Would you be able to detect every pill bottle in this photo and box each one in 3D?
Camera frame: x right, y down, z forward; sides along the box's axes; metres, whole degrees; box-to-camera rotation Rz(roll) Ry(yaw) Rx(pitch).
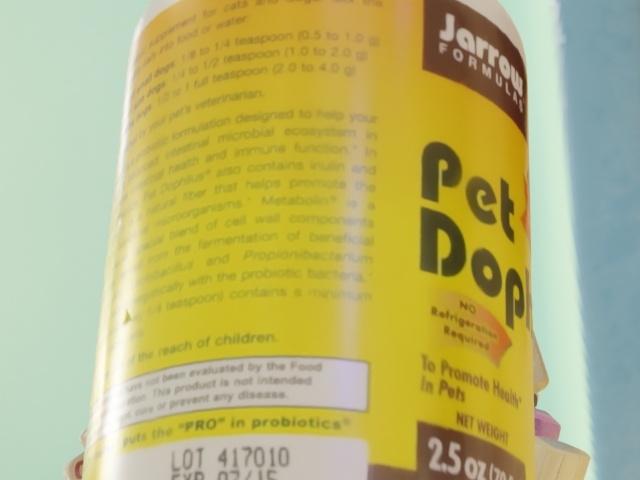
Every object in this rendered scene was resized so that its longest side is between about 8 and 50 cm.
[{"bbox_3d":[0.000,0.000,0.420,0.117,0.117,0.215,-17,59,36],"label":"pill bottle"}]

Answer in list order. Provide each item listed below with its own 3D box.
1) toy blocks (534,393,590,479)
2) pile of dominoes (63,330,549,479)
[{"bbox_3d":[0.012,0.212,1.075,0.288,0.309,0.260,16,95,-3],"label":"toy blocks"},{"bbox_3d":[-0.012,0.078,0.804,0.196,0.251,0.040,36,157,53],"label":"pile of dominoes"}]
